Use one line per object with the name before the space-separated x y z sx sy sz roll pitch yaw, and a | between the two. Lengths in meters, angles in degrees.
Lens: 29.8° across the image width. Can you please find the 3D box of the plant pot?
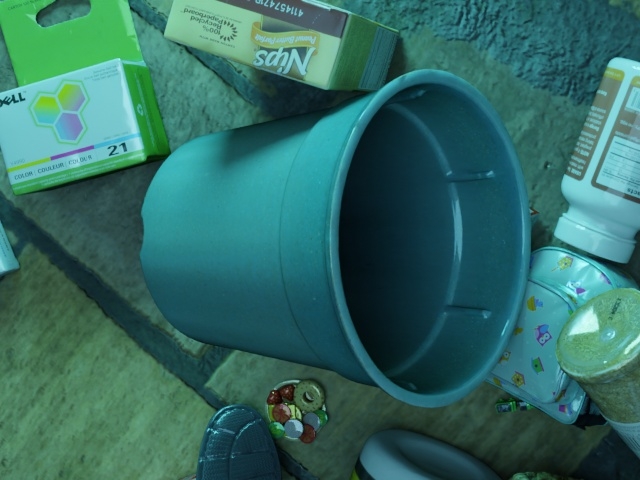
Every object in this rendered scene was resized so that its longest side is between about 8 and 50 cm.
plant pot | 0.000 0.000 1.324 0.334 0.341 0.341 -1 96 42

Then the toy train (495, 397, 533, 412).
toy train | 0.254 0.199 1.469 0.083 0.024 0.017 -8 94 13

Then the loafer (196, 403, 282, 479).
loafer | -0.095 0.361 1.505 0.109 0.095 0.302 -7 67 -8

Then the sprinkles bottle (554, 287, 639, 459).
sprinkles bottle | 0.396 0.205 1.309 0.121 0.121 0.355 -36 118 13

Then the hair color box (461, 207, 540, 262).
hair color box | 0.197 0.032 1.428 0.053 0.093 0.167 30 102 13

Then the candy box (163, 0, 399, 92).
candy box | -0.031 -0.230 1.338 0.183 0.316 0.087 20 101 10

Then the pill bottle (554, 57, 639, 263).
pill bottle | 0.348 -0.089 1.371 0.121 0.121 0.216 22 100 9

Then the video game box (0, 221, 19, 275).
video game box | -0.529 -0.011 1.608 0.205 0.048 0.187 -22 88 13

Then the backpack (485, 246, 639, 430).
backpack | 0.275 0.101 1.386 0.166 0.144 0.188 28 94 44

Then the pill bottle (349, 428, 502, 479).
pill bottle | 0.084 0.413 1.444 0.188 0.188 0.334 23 100 9

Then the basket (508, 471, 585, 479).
basket | 0.288 0.402 1.337 0.213 0.299 0.223 34 101 48

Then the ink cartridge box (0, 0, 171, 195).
ink cartridge box | -0.320 -0.202 1.517 0.189 0.097 0.255 -14 93 13

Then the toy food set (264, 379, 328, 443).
toy food set | -0.031 0.219 1.535 0.083 0.020 0.082 -4 95 12

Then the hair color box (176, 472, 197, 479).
hair color box | -0.188 0.353 1.571 0.141 0.043 0.072 -22 90 14
